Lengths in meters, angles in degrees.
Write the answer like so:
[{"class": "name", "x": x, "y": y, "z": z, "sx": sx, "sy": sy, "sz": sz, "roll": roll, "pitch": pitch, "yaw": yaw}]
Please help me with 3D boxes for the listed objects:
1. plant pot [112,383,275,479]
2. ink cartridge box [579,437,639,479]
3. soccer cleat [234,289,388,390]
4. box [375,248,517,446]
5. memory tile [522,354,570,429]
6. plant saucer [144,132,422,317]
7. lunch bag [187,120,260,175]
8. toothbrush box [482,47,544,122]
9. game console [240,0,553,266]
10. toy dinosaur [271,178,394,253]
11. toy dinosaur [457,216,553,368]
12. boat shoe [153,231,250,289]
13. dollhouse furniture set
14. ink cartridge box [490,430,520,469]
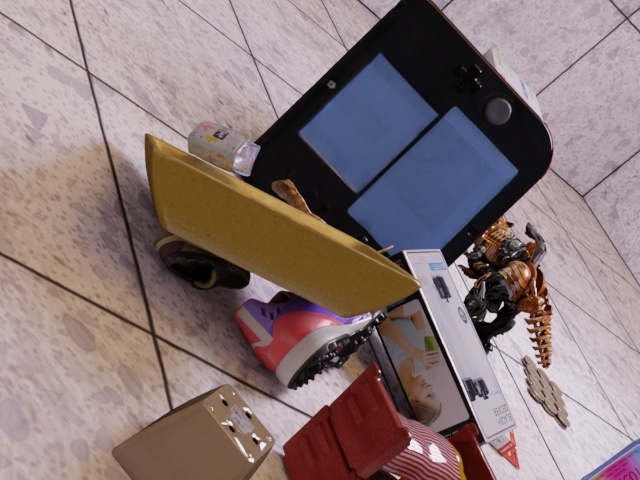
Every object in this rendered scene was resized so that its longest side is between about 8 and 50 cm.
[{"class": "plant pot", "x": -0.108, "y": 0.197, "z": 1.221, "sx": 0.109, "sy": 0.096, "sz": 0.109, "roll": 51, "pitch": 19, "yaw": 4}, {"class": "ink cartridge box", "x": 0.646, "y": 0.532, "z": 2.228, "sx": 0.395, "sy": 0.151, "sz": 0.270, "roll": 56, "pitch": 20, "yaw": 23}, {"class": "soccer cleat", "x": -0.005, "y": 0.102, "z": 1.659, "sx": 0.116, "sy": 0.108, "sz": 0.318, "roll": 43, "pitch": 17, "yaw": 11}, {"class": "box", "x": 0.165, "y": 0.160, "z": 1.851, "sx": 0.169, "sy": 0.087, "sz": 0.290, "roll": 3, "pitch": 63, "yaw": -66}, {"class": "memory tile", "x": 0.420, "y": 0.282, "z": 2.427, "sx": 0.113, "sy": 0.012, "sz": 0.148, "roll": 44, "pitch": 18, "yaw": -15}, {"class": "plant saucer", "x": -0.072, "y": -0.012, "z": 1.546, "sx": 0.333, "sy": 0.081, "sz": 0.333, "roll": 28, "pitch": 3, "yaw": -12}, {"class": "lunch bag", "x": -0.122, "y": -0.117, "z": 1.638, "sx": 0.071, "sy": 0.053, "sz": 0.083, "roll": 22, "pitch": 5, "yaw": 16}, {"class": "toothbrush box", "x": 0.217, "y": -0.157, "z": 2.128, "sx": 0.122, "sy": 0.283, "sz": 0.206, "roll": 46, "pitch": 19, "yaw": -13}, {"class": "game console", "x": 0.121, "y": -0.124, "z": 1.958, "sx": 0.342, "sy": 0.386, "sz": 0.060, "roll": 45, "pitch": 2, "yaw": -14}, {"class": "toy dinosaur", "x": 0.000, "y": 0.000, "z": 1.848, "sx": 0.211, "sy": 0.112, "sz": 0.064, "roll": 40, "pitch": 20, "yaw": -29}, {"class": "toy dinosaur", "x": 0.307, "y": 0.084, "z": 2.230, "sx": 0.164, "sy": 0.218, "sz": 0.322, "roll": 42, "pitch": 19, "yaw": -24}, {"class": "boat shoe", "x": -0.139, "y": 0.036, "z": 1.557, "sx": 0.152, "sy": 0.056, "sz": 0.049, "roll": 25, "pitch": 41, "yaw": -45}, {"class": "dollhouse furniture set", "x": 0.123, "y": 0.337, "z": 1.365, "sx": 0.201, "sy": 0.152, "sz": 0.374, "roll": 33, "pitch": 21, "yaw": -41}, {"class": "ink cartridge box", "x": 0.281, "y": 0.300, "z": 2.036, "sx": 0.115, "sy": 0.029, "sz": 0.063, "roll": 43, "pitch": 18, "yaw": -16}]
